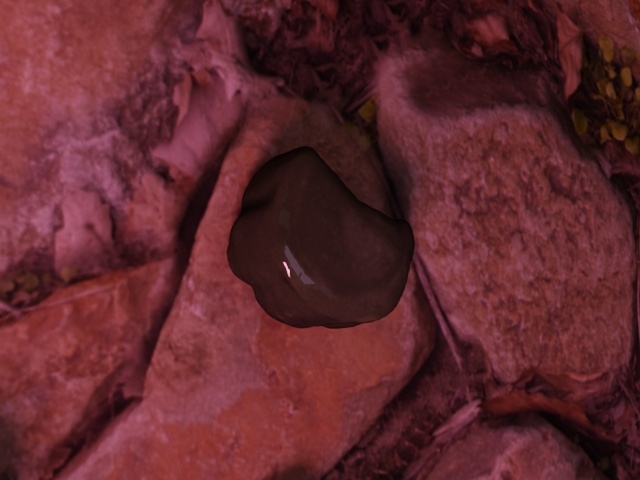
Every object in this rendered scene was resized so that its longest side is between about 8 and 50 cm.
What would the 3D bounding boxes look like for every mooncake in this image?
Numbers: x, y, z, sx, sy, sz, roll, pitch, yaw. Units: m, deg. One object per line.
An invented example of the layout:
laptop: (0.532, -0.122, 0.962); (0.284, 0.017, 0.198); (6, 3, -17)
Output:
mooncake: (0.000, 0.000, 1.262); (0.168, 0.104, 0.175); (-29, 98, -35)
